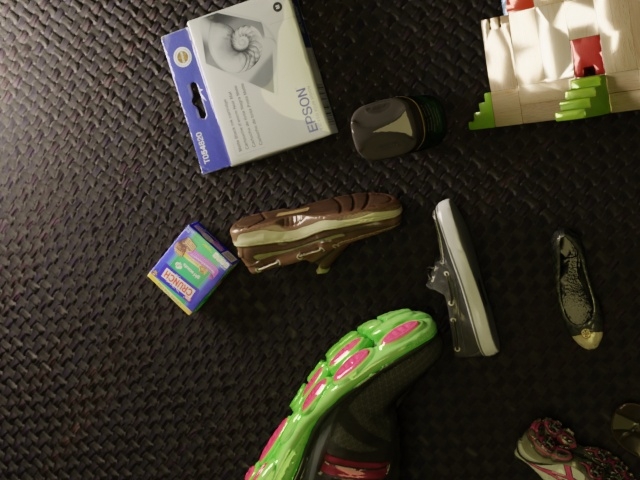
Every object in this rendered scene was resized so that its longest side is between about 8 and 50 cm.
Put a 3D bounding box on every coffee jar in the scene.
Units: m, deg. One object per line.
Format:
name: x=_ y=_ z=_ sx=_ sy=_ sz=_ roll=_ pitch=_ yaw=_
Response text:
coffee jar: x=0.105 y=-0.153 z=1.733 sx=0.096 sy=0.184 sz=0.079 roll=-13 pitch=94 yaw=18

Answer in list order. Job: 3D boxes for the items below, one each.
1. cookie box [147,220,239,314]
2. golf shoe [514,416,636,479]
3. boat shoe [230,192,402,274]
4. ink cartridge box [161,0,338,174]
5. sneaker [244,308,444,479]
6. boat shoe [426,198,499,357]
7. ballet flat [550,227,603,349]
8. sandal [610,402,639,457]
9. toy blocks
cookie box: x=-0.190 y=0.042 z=1.927 sx=0.092 sy=0.040 sz=0.107 roll=42 pitch=108 yaw=7
golf shoe: x=0.358 y=0.321 z=1.793 sx=0.186 sy=0.067 sz=0.086 roll=35 pitch=137 yaw=5
boat shoe: x=0.002 y=-0.003 z=1.845 sx=0.258 sy=0.095 sz=0.095 roll=-8 pitch=109 yaw=24
ink cartridge box: x=-0.111 y=-0.227 z=1.863 sx=0.224 sy=0.045 sz=0.223 roll=-17 pitch=92 yaw=19
sneaker: x=0.042 y=0.301 z=1.845 sx=0.202 sy=0.185 sz=0.482 roll=30 pitch=109 yaw=-7
boat shoe: x=0.185 y=0.058 z=1.800 sx=0.076 sy=0.080 sz=0.228 roll=-15 pitch=100 yaw=17
ballet flat: x=0.345 y=0.068 z=1.761 sx=0.058 sy=0.049 sz=0.173 roll=-15 pitch=93 yaw=19
sandal: x=0.494 y=0.298 z=1.747 sx=0.219 sy=0.060 sz=0.090 roll=33 pitch=100 yaw=25
toy blocks: x=0.338 y=-0.289 z=1.615 sx=0.381 sy=0.191 sz=0.260 roll=-2 pitch=99 yaw=51
